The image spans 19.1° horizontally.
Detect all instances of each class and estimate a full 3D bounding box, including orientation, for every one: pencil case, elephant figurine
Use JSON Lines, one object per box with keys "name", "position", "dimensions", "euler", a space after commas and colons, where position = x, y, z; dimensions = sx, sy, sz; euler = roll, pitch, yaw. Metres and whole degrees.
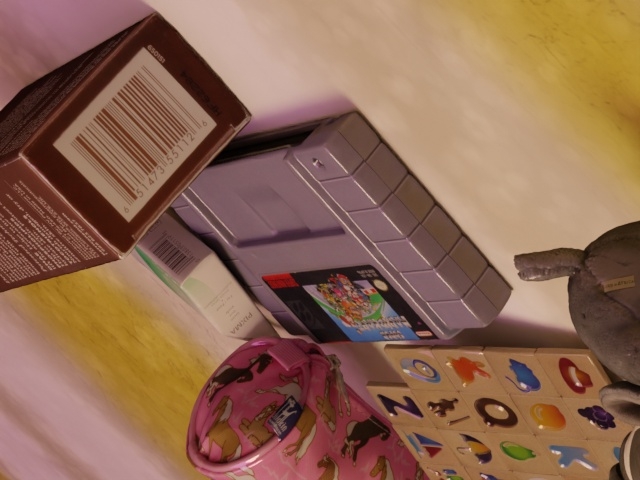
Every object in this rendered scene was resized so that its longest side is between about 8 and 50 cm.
{"name": "pencil case", "position": [0.041, 0.257, 1.939], "dimensions": [0.167, 0.160, 0.386], "euler": [-16, 134, 39]}
{"name": "elephant figurine", "position": [0.275, 0.081, 1.361], "dimensions": [0.186, 0.169, 0.239], "euler": [61, -175, 28]}

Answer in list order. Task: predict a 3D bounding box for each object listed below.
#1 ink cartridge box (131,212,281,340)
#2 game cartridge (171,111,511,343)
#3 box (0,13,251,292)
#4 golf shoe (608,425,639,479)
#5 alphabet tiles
{"name": "ink cartridge box", "position": [-0.117, 0.059, 1.966], "dimensions": [0.181, 0.056, 0.225], "euler": [36, 165, 48]}
{"name": "game cartridge", "position": [0.000, 0.000, 1.740], "dimensions": [0.230, 0.068, 0.355], "euler": [52, 155, -16]}
{"name": "box", "position": [-0.242, -0.070, 1.811], "dimensions": [0.143, 0.191, 0.381], "euler": [47, 157, -16]}
{"name": "golf shoe", "position": [0.365, 0.230, 1.542], "dimensions": [0.273, 0.105, 0.120], "euler": [28, 141, 14]}
{"name": "alphabet tiles", "position": [0.210, 0.194, 1.744], "dimensions": [0.342, 0.011, 0.285], "euler": [-1, 135, 42]}
